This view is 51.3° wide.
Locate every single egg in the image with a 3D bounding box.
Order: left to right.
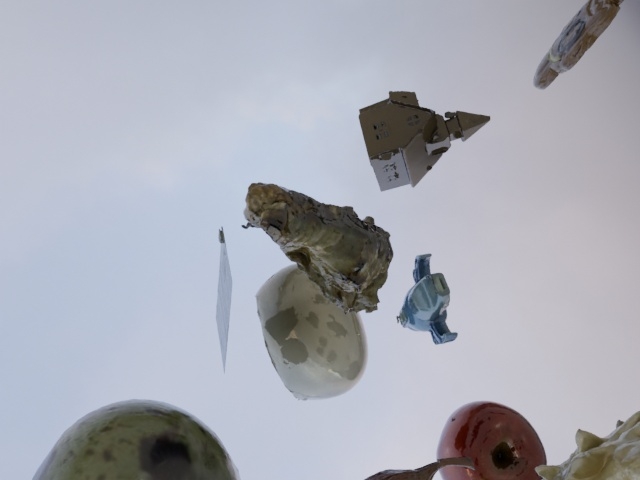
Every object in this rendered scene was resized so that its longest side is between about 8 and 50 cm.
[{"bbox_3d":[-0.282,0.469,1.061,0.345,0.345,0.428,-3,-116,-43],"label":"egg"}]

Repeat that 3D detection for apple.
[{"bbox_3d":[0.402,0.518,1.607,0.261,0.216,0.260,4,-107,-13],"label":"apple"}]

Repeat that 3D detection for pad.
[{"bbox_3d":[-0.193,0.120,1.307,0.009,0.265,0.159,-3,-138,-16],"label":"pad"}]

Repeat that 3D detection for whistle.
[{"bbox_3d":[0.215,0.126,1.332,0.093,0.269,0.180,-11,-109,-9],"label":"whistle"}]

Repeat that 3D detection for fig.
[{"bbox_3d":[0.133,0.386,1.013,0.134,0.201,0.146,35,177,46],"label":"fig"}]

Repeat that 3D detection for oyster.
[{"bbox_3d":[0.000,-0.007,1.060,0.337,0.133,0.197,24,-145,-41],"label":"oyster"}]

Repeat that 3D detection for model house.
[{"bbox_3d":[0.212,-0.226,1.333,0.181,0.248,0.176,58,-161,-66],"label":"model house"}]

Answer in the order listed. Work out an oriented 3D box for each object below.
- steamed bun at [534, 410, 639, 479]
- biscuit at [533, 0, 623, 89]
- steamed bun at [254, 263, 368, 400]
[{"bbox_3d":[0.325,0.270,0.723,0.137,0.295,0.292,60,-178,33],"label":"steamed bun"},{"bbox_3d":[0.547,-0.442,1.404,0.041,0.290,0.208,33,-140,-5],"label":"biscuit"},{"bbox_3d":[-0.006,0.205,1.557,0.324,0.206,0.324,-22,-90,-83],"label":"steamed bun"}]
